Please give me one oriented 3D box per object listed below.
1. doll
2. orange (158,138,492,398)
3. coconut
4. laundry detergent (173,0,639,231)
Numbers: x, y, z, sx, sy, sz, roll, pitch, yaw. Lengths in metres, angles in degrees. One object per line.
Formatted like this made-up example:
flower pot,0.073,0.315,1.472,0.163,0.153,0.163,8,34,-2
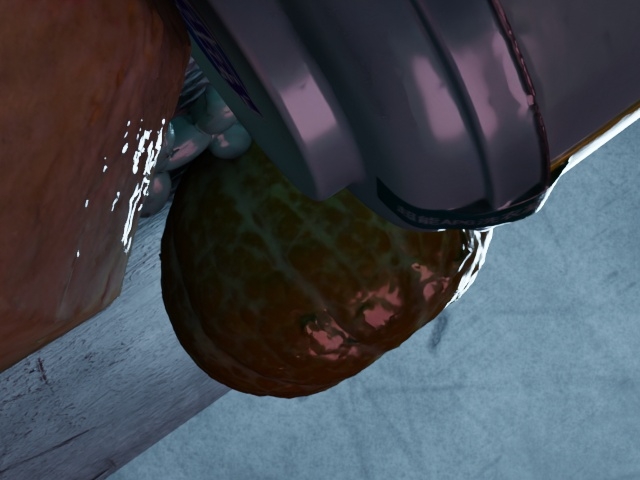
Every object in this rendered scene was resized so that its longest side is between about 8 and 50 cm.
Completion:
doll,-0.124,-0.075,0.939,0.159,0.059,0.158,-32,170,-14
orange,0.000,0.000,1.134,0.329,0.249,0.329,-30,178,-1
coconut,-0.182,-0.051,0.425,0.259,0.259,0.259,-35,169,-8
laundry detergent,0.072,-0.175,0.530,0.305,0.287,0.287,-36,169,-6
